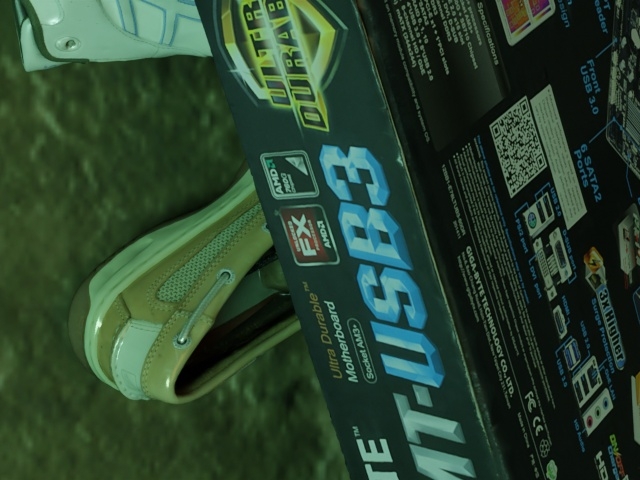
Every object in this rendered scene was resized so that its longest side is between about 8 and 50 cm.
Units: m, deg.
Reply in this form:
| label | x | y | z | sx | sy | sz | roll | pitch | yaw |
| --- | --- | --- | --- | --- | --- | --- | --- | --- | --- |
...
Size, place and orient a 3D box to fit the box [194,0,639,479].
| label | x | y | z | sx | sy | sz | roll | pitch | yaw |
| --- | --- | --- | --- | --- | --- | --- | --- | --- | --- |
| box | 0.094 | -0.034 | 0.735 | 0.293 | 0.073 | 0.295 | -41 | 119 | -48 |

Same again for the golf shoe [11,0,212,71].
| label | x | y | z | sx | sy | sz | roll | pitch | yaw |
| --- | --- | --- | --- | --- | --- | --- | --- | --- | --- |
| golf shoe | -0.069 | -0.089 | 0.693 | 0.176 | 0.069 | 0.086 | 34 | 95 | -28 |

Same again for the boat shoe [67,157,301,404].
| label | x | y | z | sx | sy | sz | roll | pitch | yaw |
| --- | --- | --- | --- | --- | --- | --- | --- | --- | --- |
| boat shoe | 0.000 | 0.000 | 0.722 | 0.190 | 0.072 | 0.068 | -42 | 130 | -21 |
